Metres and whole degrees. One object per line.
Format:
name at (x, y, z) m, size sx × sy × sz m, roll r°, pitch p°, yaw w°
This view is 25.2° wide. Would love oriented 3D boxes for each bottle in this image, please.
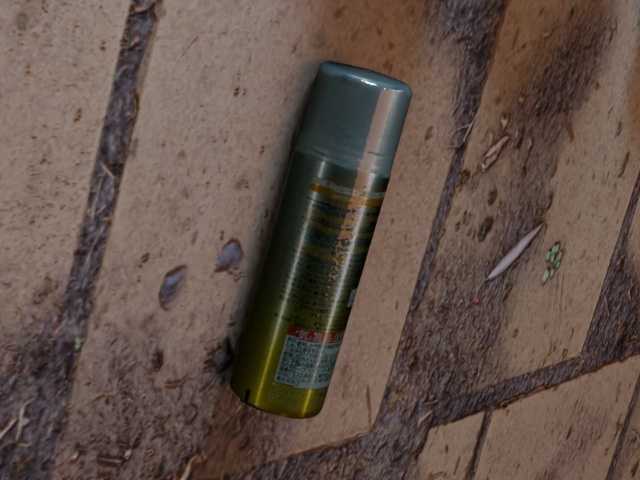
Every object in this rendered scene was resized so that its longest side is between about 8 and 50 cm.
bottle at (0.000, 0.000, 1.163) m, size 0.082 × 0.082 × 0.286 m, roll -4°, pitch 114°, yaw -56°
